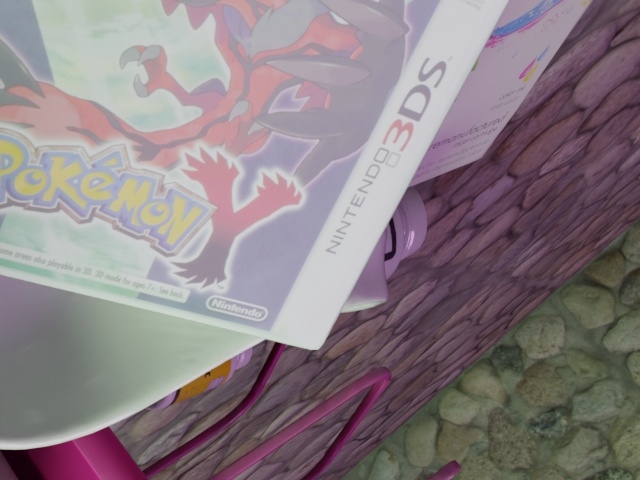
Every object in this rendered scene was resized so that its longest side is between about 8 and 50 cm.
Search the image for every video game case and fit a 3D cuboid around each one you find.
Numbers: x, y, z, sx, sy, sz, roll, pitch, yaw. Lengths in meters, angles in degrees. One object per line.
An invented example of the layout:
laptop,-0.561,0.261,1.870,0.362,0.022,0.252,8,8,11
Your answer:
video game case,-0.048,-0.058,0.334,0.201,0.023,0.183,17,112,-27

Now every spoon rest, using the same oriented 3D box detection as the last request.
spoon rest,-0.064,0.011,0.425,0.276,0.137,0.084,-2,178,-44

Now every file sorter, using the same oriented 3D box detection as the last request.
file sorter,-0.087,0.103,0.582,0.182,0.291,0.202,-30,159,-33

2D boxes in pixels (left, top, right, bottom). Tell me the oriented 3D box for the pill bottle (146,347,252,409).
pill bottle,-0.118,0.109,0.880,0.116,0.065,0.065,-15,150,-51

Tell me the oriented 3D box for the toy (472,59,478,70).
toy,-0.049,-0.085,0.386,0.237,0.056,0.137,-2,150,-5

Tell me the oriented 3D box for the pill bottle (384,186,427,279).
pill bottle,0.000,0.000,0.783,0.193,0.108,0.108,-18,152,-46

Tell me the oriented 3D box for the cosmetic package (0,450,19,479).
cosmetic package,-0.221,0.252,0.523,0.156,0.385,0.217,-20,156,-42

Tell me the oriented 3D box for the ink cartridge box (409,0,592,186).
ink cartridge box,0.069,-0.173,0.498,0.207,0.119,0.353,-23,155,-37
